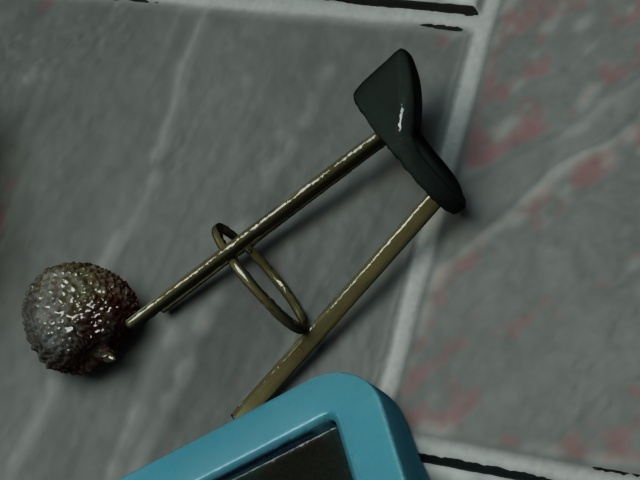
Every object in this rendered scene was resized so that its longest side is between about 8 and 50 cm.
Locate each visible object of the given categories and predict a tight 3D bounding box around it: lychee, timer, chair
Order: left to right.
[{"bbox_3d":[-0.144,0.047,1.167,0.067,0.068,0.083,-25,47,-35],"label":"lychee"},{"bbox_3d":[-0.038,0.208,1.041,0.232,0.091,0.250,-30,58,11],"label":"timer"},{"bbox_3d":[-0.001,-0.001,1.110,0.221,0.104,0.095,-44,93,8],"label":"chair"}]
